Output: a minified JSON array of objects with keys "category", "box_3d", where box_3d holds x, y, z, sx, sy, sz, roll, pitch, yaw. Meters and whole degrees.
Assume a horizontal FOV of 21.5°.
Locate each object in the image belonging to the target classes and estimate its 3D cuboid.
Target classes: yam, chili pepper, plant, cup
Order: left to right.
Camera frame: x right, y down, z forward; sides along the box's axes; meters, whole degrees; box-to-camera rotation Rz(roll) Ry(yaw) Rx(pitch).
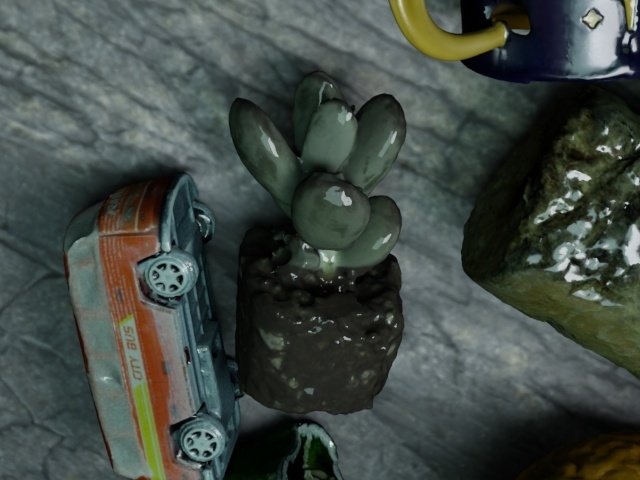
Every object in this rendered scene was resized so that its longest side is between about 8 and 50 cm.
[{"category":"chili pepper","box_3d":[-0.113,0.262,1.498,0.270,0.136,0.099,-29,111,18]},{"category":"plant","box_3d":[0.002,0.001,1.365,0.146,0.149,0.274,-8,119,-17]},{"category":"cup","box_3d":[0.166,-0.243,1.190,0.178,0.255,0.256,3,116,22]},{"category":"yam","box_3d":[0.269,0.015,1.344,0.300,0.195,0.195,31,111,-16]}]

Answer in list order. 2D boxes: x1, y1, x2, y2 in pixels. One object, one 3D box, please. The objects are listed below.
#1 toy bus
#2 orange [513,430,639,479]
[{"category":"toy bus","box_3d":[-0.139,0.076,1.414,0.120,0.121,0.265,-4,116,11]},{"category":"orange","box_3d":[0.281,0.332,1.434,0.322,0.322,0.357,-41,103,17]}]
